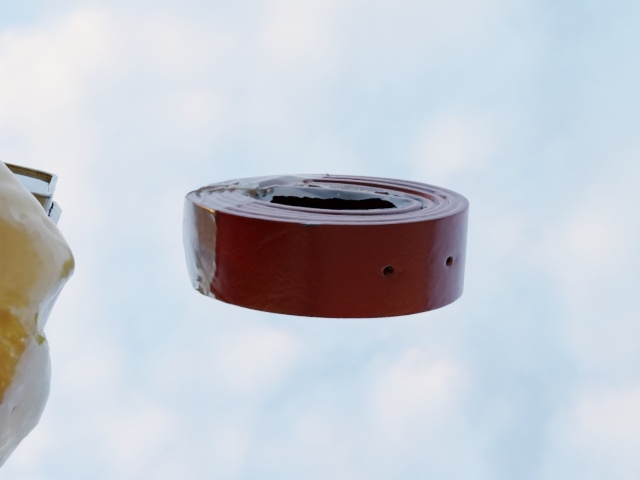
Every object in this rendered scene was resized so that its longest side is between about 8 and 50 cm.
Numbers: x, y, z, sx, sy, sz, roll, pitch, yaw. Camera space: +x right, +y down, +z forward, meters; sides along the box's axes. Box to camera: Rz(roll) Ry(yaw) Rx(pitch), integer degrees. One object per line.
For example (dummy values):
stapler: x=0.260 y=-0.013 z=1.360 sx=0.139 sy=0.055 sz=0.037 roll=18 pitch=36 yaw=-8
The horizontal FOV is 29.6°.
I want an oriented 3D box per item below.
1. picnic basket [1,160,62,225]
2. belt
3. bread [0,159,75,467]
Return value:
picnic basket: x=-0.426 y=-0.023 z=1.336 sx=0.267 sy=0.165 sz=0.139 roll=13 pitch=-80 yaw=-13
belt: x=0.000 y=0.000 z=1.339 sx=0.324 sy=0.227 sz=0.115 roll=2 pitch=-75 yaw=5
bread: x=-0.412 y=0.061 z=1.047 sx=0.394 sy=0.250 sz=0.361 roll=48 pitch=-61 yaw=10
